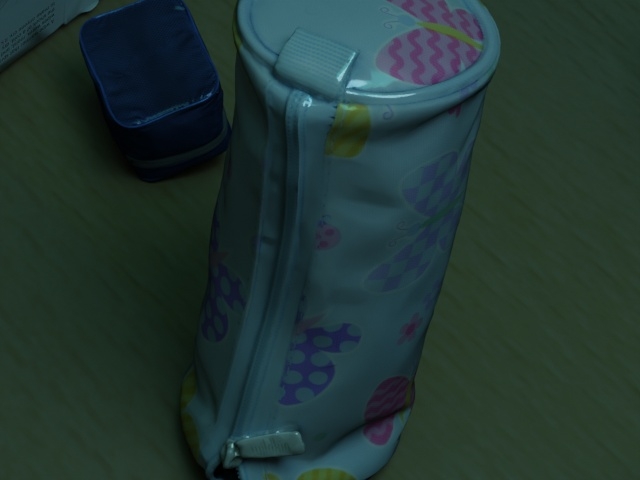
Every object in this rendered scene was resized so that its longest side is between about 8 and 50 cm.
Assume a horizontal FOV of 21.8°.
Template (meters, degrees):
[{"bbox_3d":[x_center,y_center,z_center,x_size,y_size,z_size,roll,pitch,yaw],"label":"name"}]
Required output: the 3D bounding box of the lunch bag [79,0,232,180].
[{"bbox_3d":[-0.094,-0.087,0.948,0.067,0.065,0.098,-20,58,-6],"label":"lunch bag"}]

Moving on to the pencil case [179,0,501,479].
[{"bbox_3d":[0.000,0.000,0.768,0.113,0.273,0.124,38,47,26],"label":"pencil case"}]

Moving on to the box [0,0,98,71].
[{"bbox_3d":[-0.173,-0.242,0.948,0.127,0.231,0.262,31,53,13],"label":"box"}]
